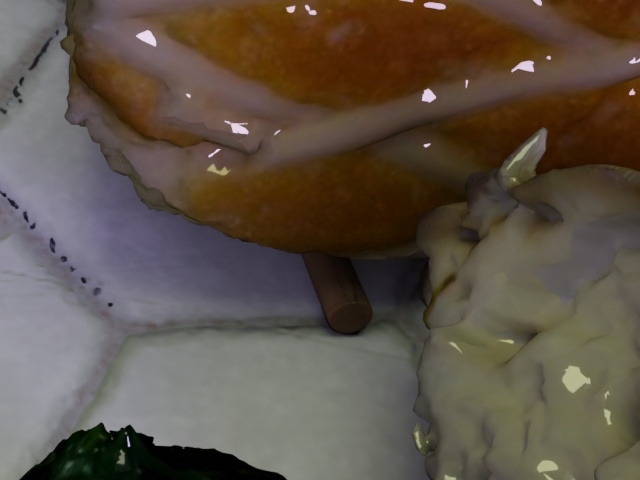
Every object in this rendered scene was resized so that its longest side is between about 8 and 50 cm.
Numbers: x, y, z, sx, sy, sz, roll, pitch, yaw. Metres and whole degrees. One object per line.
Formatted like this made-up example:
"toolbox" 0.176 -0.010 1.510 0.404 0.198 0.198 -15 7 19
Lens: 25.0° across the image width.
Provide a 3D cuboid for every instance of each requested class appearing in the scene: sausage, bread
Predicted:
"sausage" 0.000 0.000 0.784 0.026 0.026 0.116 -3 48 -21
"bread" 0.067 -0.199 0.729 0.390 0.371 0.279 4 36 -17
"bread" 0.241 0.119 0.586 0.394 0.250 0.361 6 47 -14

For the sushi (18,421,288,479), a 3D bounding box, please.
"sushi" -0.065 0.169 0.455 0.127 0.124 0.225 21 52 -21
